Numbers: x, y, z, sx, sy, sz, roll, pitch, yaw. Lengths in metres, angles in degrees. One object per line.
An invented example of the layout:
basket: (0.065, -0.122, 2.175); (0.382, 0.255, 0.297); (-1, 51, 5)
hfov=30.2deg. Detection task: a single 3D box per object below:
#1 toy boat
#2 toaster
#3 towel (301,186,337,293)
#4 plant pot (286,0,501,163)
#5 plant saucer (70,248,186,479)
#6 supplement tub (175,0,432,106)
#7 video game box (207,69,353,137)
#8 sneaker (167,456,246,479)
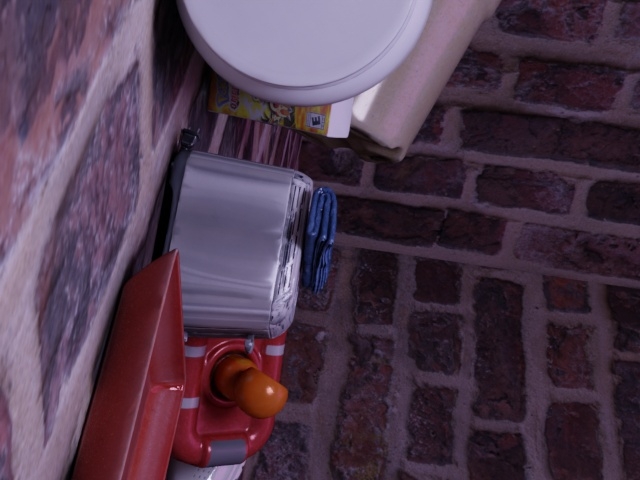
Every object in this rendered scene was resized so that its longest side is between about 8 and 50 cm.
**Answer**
toy boat: (-0.091, 0.156, 1.349); (0.151, 0.151, 0.231); (18, -77, 52)
toaster: (-0.090, 0.001, 1.236); (0.129, 0.147, 0.226); (97, 1, -75)
towel: (0.000, 0.000, 1.219); (0.119, 0.029, 0.067); (96, 2, -61)
plant pot: (0.065, -0.285, 1.647); (0.334, 0.334, 0.305); (89, 24, -83)
plant saucer: (-0.170, 0.176, 1.063); (0.259, 0.048, 0.258); (95, 3, -55)
supplement tub: (-0.011, -0.246, 1.124); (0.325, 0.236, 0.235); (-73, 171, -82)
video game box: (-0.039, -0.234, 1.364); (0.048, 0.187, 0.205); (-5, 106, -51)
sneaker: (-0.148, 0.186, 1.494); (0.129, 0.111, 0.297); (64, 27, -56)
